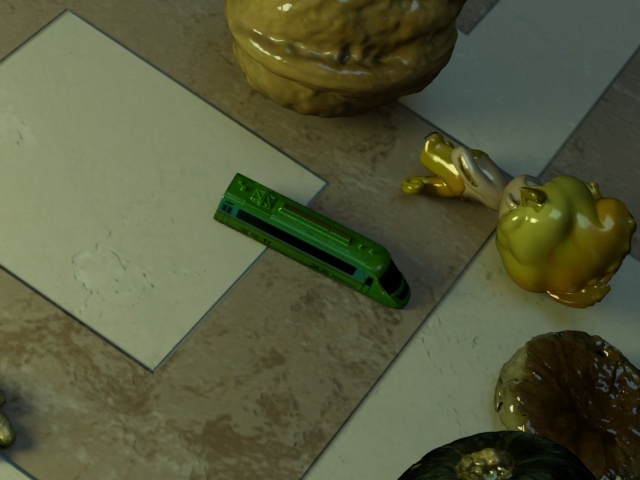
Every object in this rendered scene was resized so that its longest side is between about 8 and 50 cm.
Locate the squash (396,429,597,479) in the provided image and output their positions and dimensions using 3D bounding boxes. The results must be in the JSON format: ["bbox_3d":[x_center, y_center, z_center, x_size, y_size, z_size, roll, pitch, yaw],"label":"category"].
[{"bbox_3d":[0.146,0.245,1.586,0.193,0.155,0.193,3,7,0],"label":"squash"}]

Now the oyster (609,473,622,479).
[{"bbox_3d":[0.284,0.340,1.544,0.166,0.094,0.294,-8,88,-63],"label":"oyster"}]

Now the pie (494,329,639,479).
[{"bbox_3d":[0.255,0.173,1.784,0.195,0.046,0.195,12,48,-13],"label":"pie"}]

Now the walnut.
[{"bbox_3d":[0.021,-0.241,1.928,0.257,0.224,0.257,8,44,-8],"label":"walnut"}]

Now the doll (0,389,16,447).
[{"bbox_3d":[-0.300,0.139,1.583,0.061,0.051,0.093,-33,97,-42],"label":"doll"}]

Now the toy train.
[{"bbox_3d":[0.000,0.000,1.829,0.209,0.042,0.044,26,46,1],"label":"toy train"}]

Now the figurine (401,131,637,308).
[{"bbox_3d":[0.207,-0.028,1.902,0.246,0.131,0.156,34,3,29],"label":"figurine"}]
